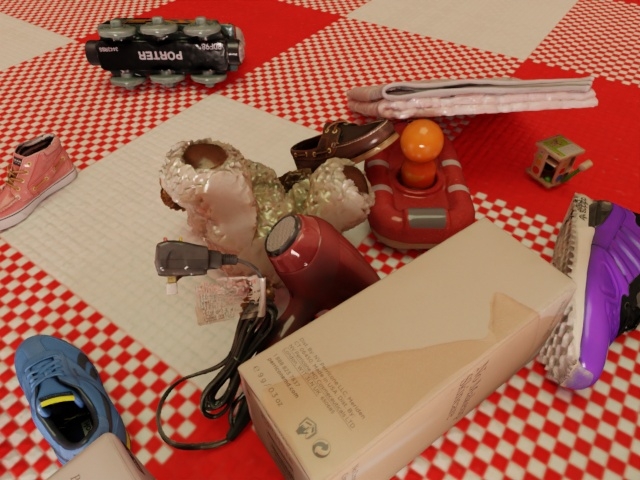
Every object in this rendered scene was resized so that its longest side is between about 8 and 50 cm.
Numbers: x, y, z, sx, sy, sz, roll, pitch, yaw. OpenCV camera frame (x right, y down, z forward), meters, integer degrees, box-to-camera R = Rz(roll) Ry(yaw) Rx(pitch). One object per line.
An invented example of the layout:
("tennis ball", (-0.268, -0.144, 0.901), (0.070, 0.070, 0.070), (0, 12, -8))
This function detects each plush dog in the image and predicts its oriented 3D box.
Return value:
("plush dog", (-0.091, -0.034, 0.630), (0.262, 0.211, 0.225), (3, 24, -25))

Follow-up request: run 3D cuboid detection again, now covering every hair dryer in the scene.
("hair dryer", (-0.036, 0.082, 0.513), (0.293, 0.224, 0.080), (-8, 20, -27))

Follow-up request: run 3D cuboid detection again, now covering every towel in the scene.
("towel", (0.227, -0.250, 0.804), (0.331, 0.054, 0.317), (-3, 18, -4))

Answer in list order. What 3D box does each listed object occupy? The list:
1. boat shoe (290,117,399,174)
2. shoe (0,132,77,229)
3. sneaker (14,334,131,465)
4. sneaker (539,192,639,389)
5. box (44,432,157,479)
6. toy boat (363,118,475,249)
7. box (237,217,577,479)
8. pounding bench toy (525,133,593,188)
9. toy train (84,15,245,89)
("boat shoe", (0.023, -0.139, 0.693), (0.073, 0.073, 0.206), (-40, 16, -36))
("shoe", (-0.472, -0.096, 0.741), (0.063, 0.081, 0.178), (19, 49, 20))
("sneaker", (-0.270, 0.153, 0.491), (0.069, 0.082, 0.209), (-36, 53, -27))
("sneaker", (0.353, 0.054, 0.550), (0.146, 0.102, 0.293), (18, 49, 18))
("box", (-0.121, 0.261, 0.308), (0.119, 0.182, 0.181), (-35, 53, -26))
("toy boat", (0.141, -0.106, 0.680), (0.150, 0.151, 0.231), (0, 46, 1))
("box", (0.089, 0.119, 0.467), (0.310, 0.148, 0.121), (-29, 52, -22))
("pounding bench toy", (0.376, -0.113, 0.739), (0.052, 0.065, 0.083), (-20, 48, -18))
("toy train", (-0.327, -0.422, 1.028), (0.333, 0.142, 0.190), (-1, 36, 1))
